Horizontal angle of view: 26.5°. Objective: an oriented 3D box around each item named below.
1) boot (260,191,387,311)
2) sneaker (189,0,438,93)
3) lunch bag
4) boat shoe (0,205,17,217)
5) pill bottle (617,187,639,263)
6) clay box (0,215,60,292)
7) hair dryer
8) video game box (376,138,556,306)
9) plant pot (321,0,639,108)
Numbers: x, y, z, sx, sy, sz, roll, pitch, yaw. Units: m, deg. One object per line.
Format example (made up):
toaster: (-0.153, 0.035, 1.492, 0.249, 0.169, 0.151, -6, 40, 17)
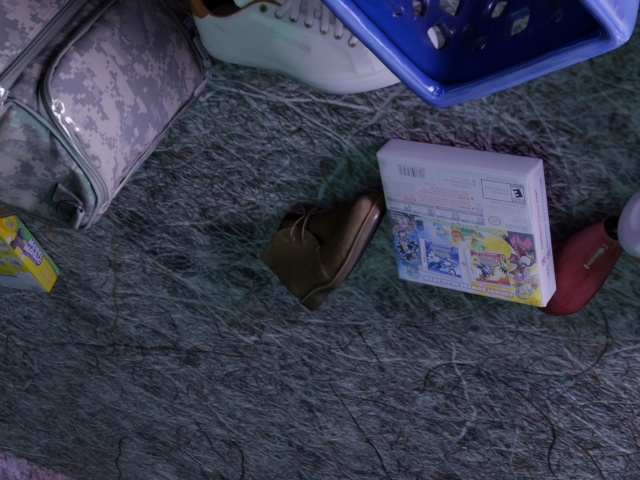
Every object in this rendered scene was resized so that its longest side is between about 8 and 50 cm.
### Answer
boot: (0.000, 0.000, 1.812, 0.115, 0.112, 0.305, 38, 151, -2)
sneaker: (-0.021, -0.236, 1.447, 0.290, 0.106, 0.123, 10, 149, 25)
lunch bag: (-0.289, -0.176, 1.534, 0.256, 0.305, 0.212, 37, 136, -7)
boat shoe: (-0.347, -0.084, 1.687, 0.122, 0.341, 0.110, 25, 116, 9)
pill bottle: (0.442, 0.023, 1.508, 0.216, 0.121, 0.121, 38, 147, -22)
clay box: (-0.536, -0.004, 2.225, 0.127, 0.053, 0.222, 5, 143, 30)
hair dryer: (0.249, 0.011, 1.669, 0.293, 0.080, 0.223, -4, 139, 38)
video game box: (0.176, -0.022, 1.630, 0.205, 0.048, 0.187, 11, 126, 32)
plant pot: (0.138, -0.283, 1.160, 0.236, 0.212, 0.236, 43, 145, -27)
